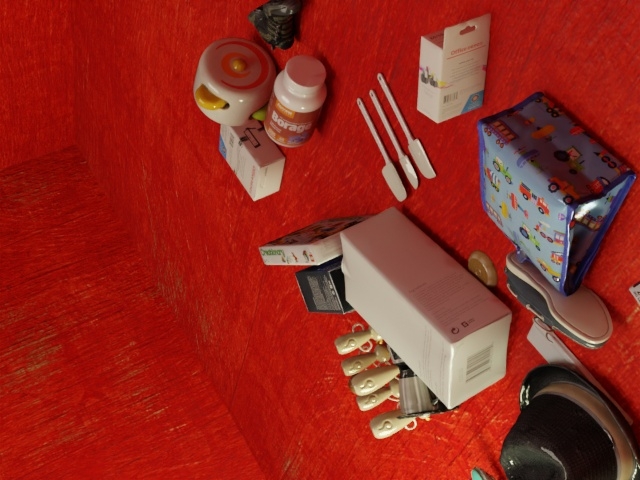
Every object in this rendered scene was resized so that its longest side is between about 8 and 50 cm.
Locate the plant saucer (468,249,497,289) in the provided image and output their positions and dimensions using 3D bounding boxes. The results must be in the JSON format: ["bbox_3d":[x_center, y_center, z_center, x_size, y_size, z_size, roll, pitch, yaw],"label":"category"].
[{"bbox_3d":[0.314,0.060,1.894,0.083,0.015,0.083,45,147,40],"label":"plant saucer"}]

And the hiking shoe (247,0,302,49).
[{"bbox_3d":[-0.081,-0.491,2.169,0.114,0.086,0.227,58,164,-14],"label":"hiking shoe"}]

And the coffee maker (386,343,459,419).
[{"bbox_3d":[0.225,0.296,2.133,0.171,0.120,0.178,15,-115,-69],"label":"coffee maker"}]

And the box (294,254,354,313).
[{"bbox_3d":[0.055,0.097,2.288,0.207,0.153,0.108,-6,105,64],"label":"box"}]

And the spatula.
[{"bbox_3d":[0.146,-0.211,1.999,0.242,0.019,0.168,64,156,7],"label":"spatula"}]

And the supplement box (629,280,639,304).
[{"bbox_3d":[0.551,0.065,1.346,0.130,0.073,0.239,60,154,15],"label":"supplement box"}]

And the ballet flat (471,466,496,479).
[{"bbox_3d":[0.395,0.578,2.122,0.188,0.070,0.070,67,156,9],"label":"ballet flat"}]

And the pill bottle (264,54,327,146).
[{"bbox_3d":[-0.054,-0.317,2.190,0.121,0.121,0.216,58,155,19],"label":"pill bottle"}]

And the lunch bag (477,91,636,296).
[{"bbox_3d":[0.357,-0.053,1.582,0.221,0.138,0.293,50,156,32],"label":"lunch bag"}]

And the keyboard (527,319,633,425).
[{"bbox_3d":[0.466,0.249,1.755,0.256,0.014,0.072,52,157,30],"label":"keyboard"}]

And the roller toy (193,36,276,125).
[{"bbox_3d":[-0.211,-0.391,2.356,0.146,0.209,0.191,118,145,-59],"label":"roller toy"}]

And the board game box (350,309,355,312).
[{"bbox_3d":[0.041,0.105,2.478,0.103,0.026,0.154,6,117,63],"label":"board game box"}]

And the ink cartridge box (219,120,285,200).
[{"bbox_3d":[-0.185,-0.231,2.576,0.203,0.086,0.148,54,153,24],"label":"ink cartridge box"}]

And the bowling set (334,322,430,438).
[{"bbox_3d":[0.142,0.322,2.365,0.200,0.154,0.287,-165,52,-83],"label":"bowling set"}]

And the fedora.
[{"bbox_3d":[0.427,0.388,1.763,0.334,0.152,0.334,49,153,36],"label":"fedora"}]

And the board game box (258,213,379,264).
[{"bbox_3d":[0.000,0.000,2.270,0.305,0.193,0.053,-3,109,64],"label":"board game box"}]

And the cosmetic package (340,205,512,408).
[{"bbox_3d":[0.207,0.131,1.993,0.385,0.156,0.217,48,155,39],"label":"cosmetic package"}]

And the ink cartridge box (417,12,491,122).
[{"bbox_3d":[0.227,-0.304,1.649,0.061,0.104,0.181,44,146,40],"label":"ink cartridge box"}]

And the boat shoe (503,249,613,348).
[{"bbox_3d":[0.402,0.112,1.662,0.254,0.095,0.079,44,145,44],"label":"boat shoe"}]
